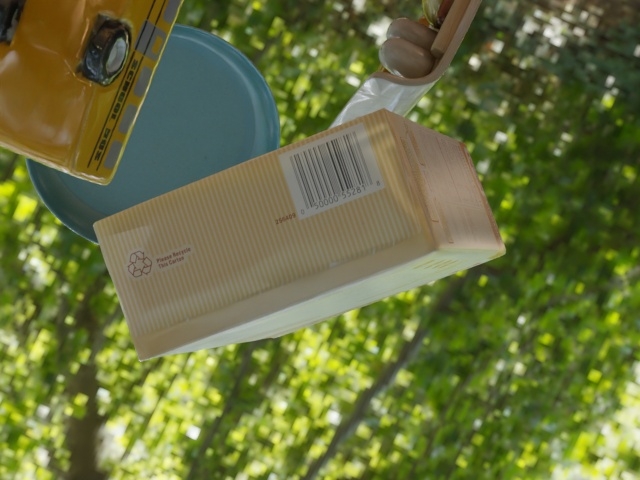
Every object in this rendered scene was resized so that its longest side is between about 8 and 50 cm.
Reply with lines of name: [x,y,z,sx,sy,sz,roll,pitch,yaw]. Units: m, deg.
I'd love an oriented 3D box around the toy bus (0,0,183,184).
toy bus: [-0.174,-0.220,1.134,0.108,0.333,0.130,22,-179,14]

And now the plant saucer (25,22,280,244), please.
plant saucer: [-0.209,-0.130,1.725,0.317,0.317,0.044,26,-158,-25]

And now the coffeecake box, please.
coffeecake box: [0.000,0.000,0.668,0.142,0.068,0.185,-21,173,15]

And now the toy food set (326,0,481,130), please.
toy food set: [0.084,-0.221,1.325,0.092,0.306,0.220,30,155,-6]
